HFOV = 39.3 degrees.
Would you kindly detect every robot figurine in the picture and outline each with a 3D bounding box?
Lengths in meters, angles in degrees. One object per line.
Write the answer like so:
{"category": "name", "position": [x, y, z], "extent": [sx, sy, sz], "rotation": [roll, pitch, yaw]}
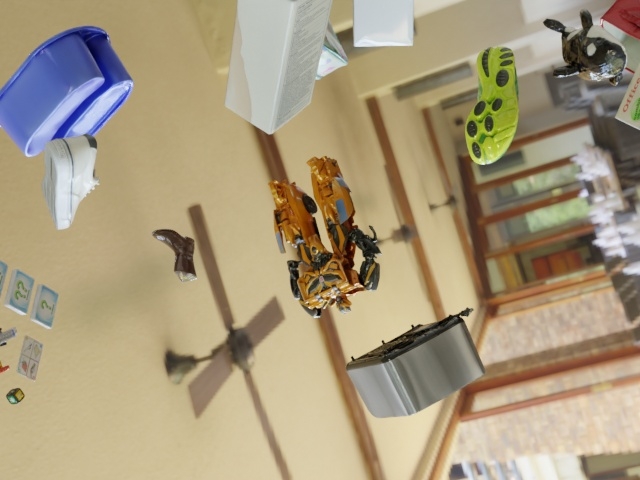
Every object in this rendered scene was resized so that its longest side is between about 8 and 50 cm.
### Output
{"category": "robot figurine", "position": [0.000, 0.000, 1.692], "extent": [0.085, 0.211, 0.291], "rotation": [12, -125, -53]}

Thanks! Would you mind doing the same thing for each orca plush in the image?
{"category": "orca plush", "position": [0.473, -0.355, 1.686], "extent": [0.151, 0.102, 0.287], "rotation": [58, -173, -35]}

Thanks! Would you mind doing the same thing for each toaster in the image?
{"category": "toaster", "position": [0.158, 0.201, 1.451], "extent": [0.110, 0.168, 0.186], "rotation": [64, 154, 2]}

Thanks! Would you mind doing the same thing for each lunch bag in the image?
{"category": "lunch bag", "position": [-0.046, -0.507, 2.056], "extent": [0.279, 0.108, 0.224], "rotation": [68, -166, 13]}

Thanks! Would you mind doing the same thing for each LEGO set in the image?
{"category": "LEGO set", "position": [-0.551, 0.164, 1.623], "extent": [0.182, 0.060, 0.244], "rotation": [45, -139, -48]}

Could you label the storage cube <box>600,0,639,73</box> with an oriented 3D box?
{"category": "storage cube", "position": [0.810, -0.510, 2.140], "extent": [0.184, 0.193, 0.215], "rotation": [42, 180, 32]}

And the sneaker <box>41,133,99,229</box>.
{"category": "sneaker", "position": [-0.443, -0.100, 1.613], "extent": [0.094, 0.091, 0.258], "rotation": [64, 153, 16]}

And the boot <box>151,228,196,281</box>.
{"category": "boot", "position": [-0.322, 0.034, 1.977], "extent": [0.106, 0.037, 0.114], "rotation": [15, -131, -26]}

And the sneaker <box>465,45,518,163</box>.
{"category": "sneaker", "position": [0.378, -0.277, 1.902], "extent": [0.123, 0.109, 0.295], "rotation": [57, -140, -50]}

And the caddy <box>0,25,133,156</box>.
{"category": "caddy", "position": [-0.599, -0.346, 2.060], "extent": [0.179, 0.341, 0.241], "rotation": [53, -158, 9]}

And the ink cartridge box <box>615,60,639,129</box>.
{"category": "ink cartridge box", "position": [0.755, -0.270, 1.745], "extent": [0.270, 0.197, 0.198], "rotation": [-119, 46, -67]}

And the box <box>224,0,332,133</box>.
{"category": "box", "position": [-0.078, -0.370, 1.673], "extent": [0.148, 0.121, 0.311], "rotation": [-43, -21, -39]}

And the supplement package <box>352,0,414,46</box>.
{"category": "supplement package", "position": [0.138, -0.548, 2.027], "extent": [0.244, 0.134, 0.139], "rotation": [-88, -3, -56]}
